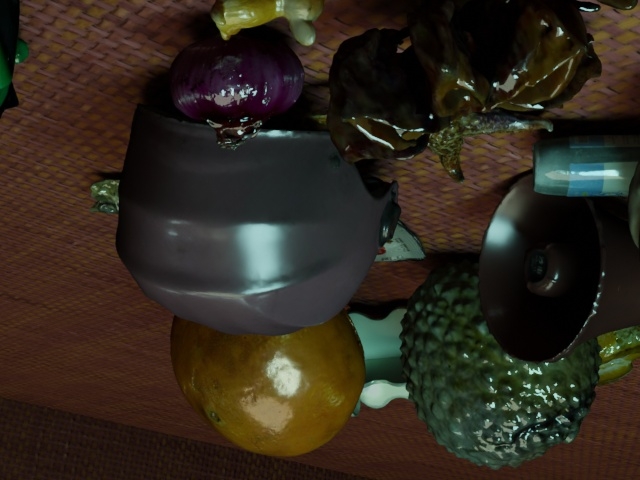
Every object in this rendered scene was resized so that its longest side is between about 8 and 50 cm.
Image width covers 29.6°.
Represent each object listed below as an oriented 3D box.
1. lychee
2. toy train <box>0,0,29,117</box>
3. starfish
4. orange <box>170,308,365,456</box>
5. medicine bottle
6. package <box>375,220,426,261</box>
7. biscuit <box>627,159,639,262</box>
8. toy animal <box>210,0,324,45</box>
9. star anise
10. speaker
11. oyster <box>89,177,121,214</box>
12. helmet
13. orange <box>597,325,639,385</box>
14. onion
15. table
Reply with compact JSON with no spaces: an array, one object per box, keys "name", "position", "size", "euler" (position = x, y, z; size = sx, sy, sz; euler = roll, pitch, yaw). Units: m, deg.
[{"name":"lychee","position":[0.222,0.152,1.517],"size":[0.274,0.255,0.255],"euler":[47,153,-7]},{"name":"toy train","position":[-0.352,-0.161,0.952],"size":[0.249,0.178,0.429],"euler":[-2,163,-6]},{"name":"starfish","position":[0.100,-0.109,1.089],"size":[0.213,0.057,0.238],"euler":[5,164,-17]},{"name":"orange","position":[-0.075,0.164,1.655],"size":[0.284,0.226,0.284],"euler":[33,148,24]},{"name":"medicine bottle","position":[0.301,-0.069,1.115],"size":[0.208,0.054,0.090],"euler":[0,172,9]},{"name":"package","position":[0.000,0.000,1.502],"size":[0.239,0.030,0.154],"euler":[-1,162,24]},{"name":"biscuit","position":[0.443,-0.016,1.036],"size":[0.366,0.115,0.268],"euler":[-2,155,1]},{"name":"toy animal","position":[-0.035,-0.179,0.919],"size":[0.083,0.061,0.081],"euler":[7,-163,17]},{"name":"star anise","position":[0.102,-0.136,0.909],"size":[0.220,0.126,0.190],"euler":[-18,166,-12]},{"name":"speaker","position":[0.322,0.058,1.323],"size":[0.329,0.198,0.259],"euler":[10,151,-35]},{"name":"oyster","position":[-0.180,-0.033,1.427],"size":[0.199,0.061,0.106],"euler":[3,160,15]},{"name":"helmet","position":[-0.069,-0.002,1.206],"size":[0.271,0.197,0.338],"euler":[10,169,17]},{"name":"orange","position":[0.374,0.136,1.631],"size":[0.170,0.112,0.160],"euler":[-34,157,0]},{"name":"onion","position":[-0.071,-0.128,1.023],"size":[0.115,0.104,0.115],"euler":[2,179,0]},{"name":"table","position":[0.137,0.171,1.789],"size":[0.198,0.167,0.166],"euler":[-7,158,20]}]
